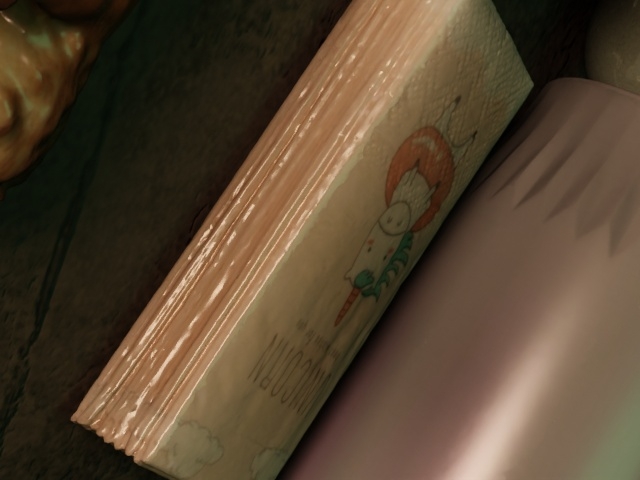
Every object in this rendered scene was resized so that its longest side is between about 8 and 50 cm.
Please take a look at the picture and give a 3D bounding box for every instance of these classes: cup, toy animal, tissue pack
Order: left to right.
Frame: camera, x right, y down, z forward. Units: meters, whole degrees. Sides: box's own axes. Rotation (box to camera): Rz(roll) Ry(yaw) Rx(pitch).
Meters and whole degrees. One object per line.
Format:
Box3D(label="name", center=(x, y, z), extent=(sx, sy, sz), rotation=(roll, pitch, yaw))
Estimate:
Box3D(label="toy animal", center=(-0.089, -0.133, 0.675), extent=(0.312, 0.097, 0.157), rotation=(-49, 164, -26))
Box3D(label="tissue pack", center=(0.000, 0.000, 0.969), extent=(0.325, 0.071, 0.170), rotation=(-57, 156, -7))
Box3D(label="cup", center=(0.152, 0.095, 1.131), extent=(0.371, 0.253, 0.253), rotation=(-59, 154, -5))

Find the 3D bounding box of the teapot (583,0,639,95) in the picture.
Box3D(label="teapot", center=(0.259, -0.191, 1.140), extent=(0.183, 0.183, 0.251), rotation=(-47, 139, -24))
